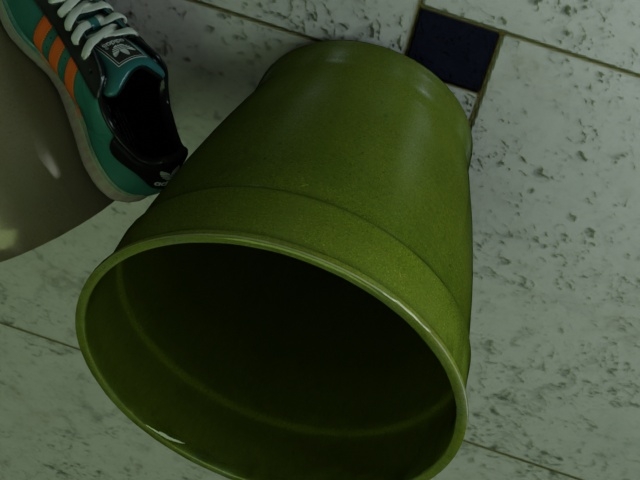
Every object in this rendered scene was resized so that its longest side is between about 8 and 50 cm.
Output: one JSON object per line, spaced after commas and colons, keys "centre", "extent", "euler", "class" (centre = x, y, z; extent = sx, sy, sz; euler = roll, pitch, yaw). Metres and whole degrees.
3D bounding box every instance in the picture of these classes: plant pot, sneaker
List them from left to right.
{"centre": [-0.359, -0.148, 1.525], "extent": [0.256, 0.256, 0.274], "euler": [-10, 115, 31], "class": "plant pot"}
{"centre": [-0.216, -0.187, 1.433], "extent": [0.121, 0.108, 0.302], "euler": [-20, 100, 54], "class": "sneaker"}
{"centre": [0.000, 0.000, 1.423], "extent": [0.366, 0.353, 0.367], "euler": [12, 139, 11], "class": "plant pot"}
